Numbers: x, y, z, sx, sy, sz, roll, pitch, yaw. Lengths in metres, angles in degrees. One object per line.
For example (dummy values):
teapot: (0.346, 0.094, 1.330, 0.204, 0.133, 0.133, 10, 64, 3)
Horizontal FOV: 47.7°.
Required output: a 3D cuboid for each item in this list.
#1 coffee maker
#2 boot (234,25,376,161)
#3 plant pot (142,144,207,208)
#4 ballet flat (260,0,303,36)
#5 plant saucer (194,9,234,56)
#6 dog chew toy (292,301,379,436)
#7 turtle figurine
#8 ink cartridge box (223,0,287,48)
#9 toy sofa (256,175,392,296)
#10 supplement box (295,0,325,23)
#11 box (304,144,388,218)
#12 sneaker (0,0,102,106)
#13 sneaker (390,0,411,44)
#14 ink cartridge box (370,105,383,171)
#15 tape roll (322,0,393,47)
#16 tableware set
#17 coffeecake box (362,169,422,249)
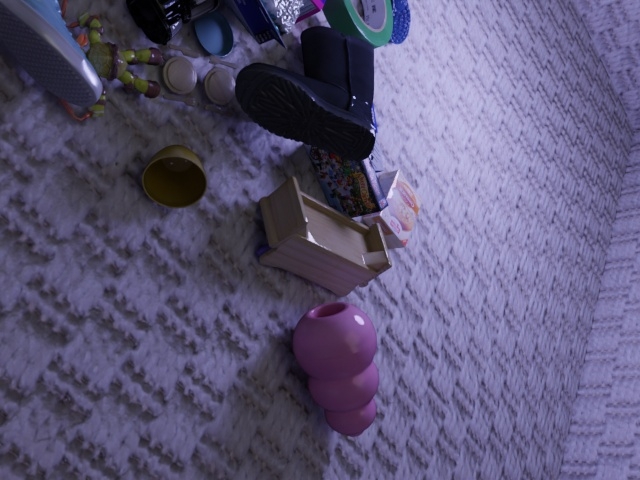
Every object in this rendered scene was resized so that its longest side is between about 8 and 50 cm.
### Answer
coffee maker: (-0.337, -0.543, 1.592, 0.171, 0.120, 0.178, 48, 52, -8)
boot: (-0.023, -0.424, 1.810, 0.366, 0.146, 0.445, 27, 41, -21)
plant pot: (-0.306, -0.150, 1.539, 0.134, 0.134, 0.095, 43, 25, -33)
ballet flat: (-0.170, -0.673, 1.745, 0.409, 0.146, 0.147, 48, 48, -49)
plant saucer: (-0.259, -0.496, 1.735, 0.119, 0.021, 0.120, 13, 72, -45)
dog chew toy: (0.052, 0.324, 1.771, 0.206, 0.206, 0.332, -28, 110, -47)
turtle figurine: (-0.427, -0.373, 1.470, 0.217, 0.087, 0.270, -1, 82, -48)
ink cartridge box: (-0.186, -0.552, 1.659, 0.224, 0.045, 0.223, 51, 0, 26)
toy sofa: (0.000, 0.000, 1.839, 0.362, 0.177, 0.150, 25, 39, -42)
supplement box: (-0.088, -0.699, 1.906, 0.220, 0.113, 0.111, 43, 51, -35)
box: (0.067, -0.175, 1.920, 0.044, 0.159, 0.233, -36, 108, -46)
sneaker: (-0.518, -0.419, 1.329, 0.366, 0.135, 0.150, 49, 53, -22)
sneaker: (0.235, -0.746, 2.299, 0.081, 0.090, 0.232, -7, 111, -11)
ink cartridge box: (0.124, -0.299, 2.097, 0.097, 0.046, 0.207, -5, 85, -49)
tape roll: (0.102, -0.713, 2.111, 0.321, 0.077, 0.322, 23, 62, -52)
tableware set: (-0.284, -0.367, 1.668, 0.194, 0.039, 0.128, 8, 87, -41)
coffeecake box: (0.214, -0.090, 2.132, 0.142, 0.068, 0.186, 48, 50, -31)
